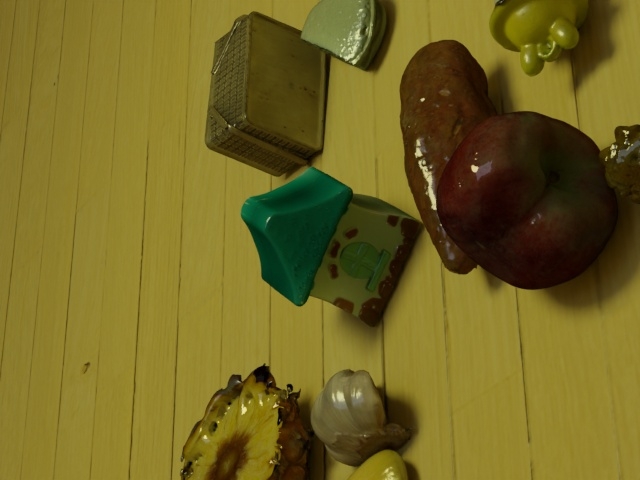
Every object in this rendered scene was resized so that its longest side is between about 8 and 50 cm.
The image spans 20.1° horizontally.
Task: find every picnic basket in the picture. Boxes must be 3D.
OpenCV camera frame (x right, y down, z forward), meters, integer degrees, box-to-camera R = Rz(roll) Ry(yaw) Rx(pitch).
[{"bbox_3d":[-0.060,-0.164,2.035,0.079,0.115,0.164,-30,47,46],"label":"picnic basket"}]

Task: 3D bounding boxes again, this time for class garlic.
[{"bbox_3d":[0.030,0.163,1.703,0.113,0.074,0.094,120,145,-47],"label":"garlic"}]

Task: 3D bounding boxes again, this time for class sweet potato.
[{"bbox_3d":[0.126,-0.076,1.695,0.097,0.097,0.252,-40,44,41],"label":"sweet potato"}]

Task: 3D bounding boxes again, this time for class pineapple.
[{"bbox_3d":[-0.072,0.232,1.826,0.225,0.076,0.225,-40,37,39],"label":"pineapple"}]

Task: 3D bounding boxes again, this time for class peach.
[{"bbox_3d":[0.169,-0.027,1.532,0.152,0.152,0.152,-39,40,42],"label":"peach"}]

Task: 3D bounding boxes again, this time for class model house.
[{"bbox_3d":[0.000,0.000,1.787,0.127,0.149,0.100,-67,25,5],"label":"model house"}]

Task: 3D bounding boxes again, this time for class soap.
[{"bbox_3d":[0.029,0.259,1.680,0.168,0.033,0.089,-42,36,39],"label":"soap"}]

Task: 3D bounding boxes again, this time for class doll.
[{"bbox_3d":[0.194,-0.255,1.681,0.135,0.099,0.241,-13,51,10],"label":"doll"}]

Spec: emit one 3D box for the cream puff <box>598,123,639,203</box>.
[{"bbox_3d":[0.272,-0.068,1.467,0.058,0.083,0.083,-37,-27,-61],"label":"cream puff"}]

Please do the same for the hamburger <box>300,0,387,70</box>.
[{"bbox_3d":[0.035,-0.239,1.994,0.084,0.054,0.121,-61,32,5],"label":"hamburger"}]
